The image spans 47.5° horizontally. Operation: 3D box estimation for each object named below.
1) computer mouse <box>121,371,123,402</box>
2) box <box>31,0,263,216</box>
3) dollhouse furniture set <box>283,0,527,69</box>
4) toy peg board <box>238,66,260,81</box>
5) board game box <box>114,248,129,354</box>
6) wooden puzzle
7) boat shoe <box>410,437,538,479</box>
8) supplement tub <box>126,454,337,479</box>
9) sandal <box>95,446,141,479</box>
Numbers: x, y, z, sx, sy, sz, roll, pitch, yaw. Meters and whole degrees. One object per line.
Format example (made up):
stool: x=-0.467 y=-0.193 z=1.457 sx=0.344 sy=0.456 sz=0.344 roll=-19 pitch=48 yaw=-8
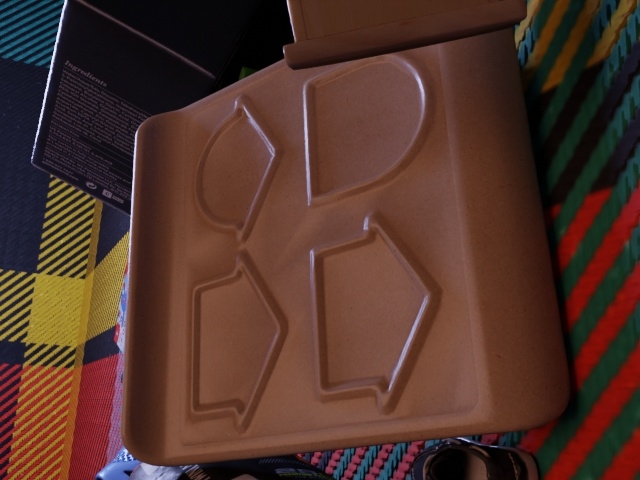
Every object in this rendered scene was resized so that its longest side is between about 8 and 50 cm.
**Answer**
computer mouse: x=-0.370 y=0.329 z=1.463 sx=0.262 sy=0.060 sz=0.184 roll=115 pitch=150 yaw=-58
box: x=-0.258 y=-0.271 z=1.121 sx=0.395 sy=0.212 sz=0.293 roll=-48 pitch=18 yaw=52
dollhouse furniture set: x=0.084 y=-0.238 z=0.531 sx=0.303 sy=0.287 sz=0.198 roll=-70 pitch=-30 yaw=-80
toy peg board: x=-0.074 y=-0.127 z=0.925 sx=0.160 sy=0.079 sz=0.161 roll=-106 pitch=34 yaw=-45
board game box: x=-0.298 y=0.073 z=1.351 sx=0.308 sy=0.086 sz=0.301 roll=-170 pitch=89 yaw=-67
wooden puzzle: x=0.000 y=0.000 z=0.569 sx=0.348 sy=0.080 sz=0.321 roll=-15 pitch=67 yaw=29
boat shoe: x=0.092 y=0.158 z=0.493 sx=0.125 sy=0.038 sz=0.046 roll=158 pitch=119 yaw=-63
supplement tub: x=-0.060 y=0.272 z=0.586 sx=0.338 sy=0.207 sz=0.207 roll=176 pitch=102 yaw=-65
sandal: x=-0.296 y=0.382 z=1.176 sx=0.317 sy=0.138 sz=0.126 roll=-104 pitch=31 yaw=-46
